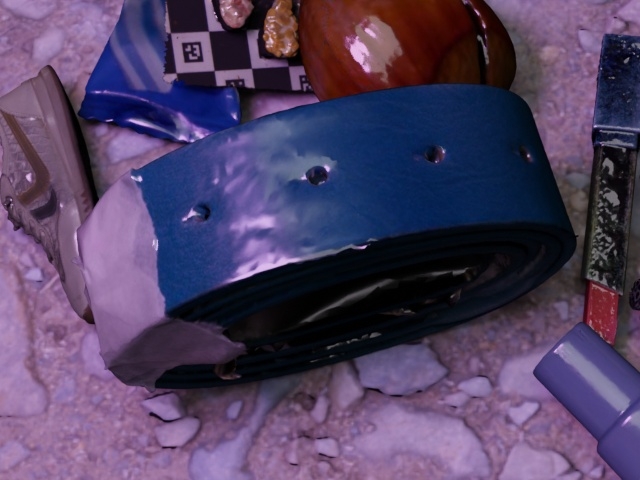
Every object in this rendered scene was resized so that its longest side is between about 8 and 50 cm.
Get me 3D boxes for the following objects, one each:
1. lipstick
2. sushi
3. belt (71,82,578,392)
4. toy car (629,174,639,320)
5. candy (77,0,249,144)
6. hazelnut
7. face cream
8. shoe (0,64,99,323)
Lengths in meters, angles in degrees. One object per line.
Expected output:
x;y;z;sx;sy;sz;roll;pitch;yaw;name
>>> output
0.278;-0.046;1.729;0.051;0.051;0.312;7;73;7;lipstick
-0.048;-0.242;1.776;0.210;0.040;0.193;4;80;-22;sushi
0.001;-0.001;1.606;0.436;0.300;0.173;-18;69;-4;belt
0.350;0.003;1.678;0.103;0.063;0.216;13;70;-15;toy car
-0.118;-0.256;1.837;0.187;0.077;0.331;15;74;14;candy
0.079;-0.188;1.726;0.181;0.212;0.181;2;98;37;hazelnut
0.349;0.228;1.603;0.135;0.086;0.385;-43;76;-8;face cream
-0.265;-0.040;1.761;0.098;0.103;0.275;-20;63;0;shoe
